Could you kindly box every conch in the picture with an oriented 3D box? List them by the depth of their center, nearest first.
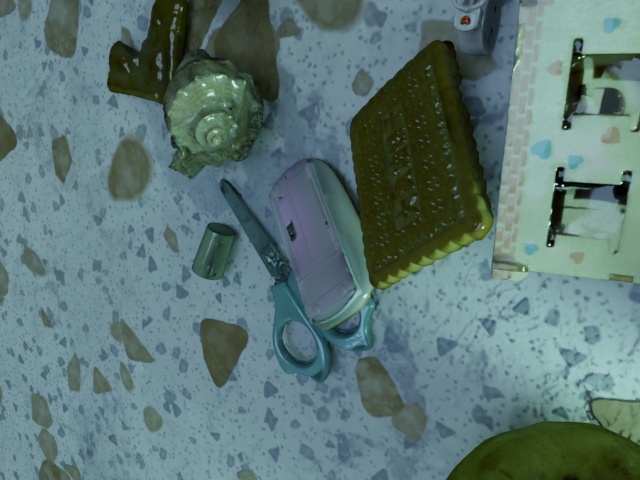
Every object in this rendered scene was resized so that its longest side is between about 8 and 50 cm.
[{"bbox_3d":[-0.171,-0.190,0.741,0.178,0.163,0.245,-41,45,16],"label":"conch"}]

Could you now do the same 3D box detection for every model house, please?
[{"bbox_3d":[0.292,-0.108,0.451,0.244,0.169,0.326,8,108,24],"label":"model house"}]

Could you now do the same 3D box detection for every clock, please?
[{"bbox_3d":[0.174,-0.266,0.538,0.041,0.087,0.129,15,99,30],"label":"clock"}]

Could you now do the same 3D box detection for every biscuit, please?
[{"bbox_3d":[0.097,-0.088,0.568,0.172,0.029,0.254,-37,48,46],"label":"biscuit"},{"bbox_3d":[-0.297,-0.322,0.862,0.183,0.039,0.174,15,108,29],"label":"biscuit"}]

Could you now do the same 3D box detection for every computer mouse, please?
[{"bbox_3d":[0.000,0.000,0.691,0.126,0.056,0.245,-40,56,30],"label":"computer mouse"}]

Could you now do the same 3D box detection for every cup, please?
[{"bbox_3d":[-0.177,0.020,0.828,0.054,0.075,0.083,24,110,4],"label":"cup"}]

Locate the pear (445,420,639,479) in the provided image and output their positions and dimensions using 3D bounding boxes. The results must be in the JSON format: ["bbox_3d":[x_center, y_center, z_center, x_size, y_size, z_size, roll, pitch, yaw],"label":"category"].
[{"bbox_3d":[0.259,0.347,0.481,0.304,0.304,0.304,7,103,32],"label":"pear"}]

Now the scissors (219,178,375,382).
[{"bbox_3d":[-0.062,0.041,0.785,0.191,0.029,0.360,-43,71,26],"label":"scissors"}]
